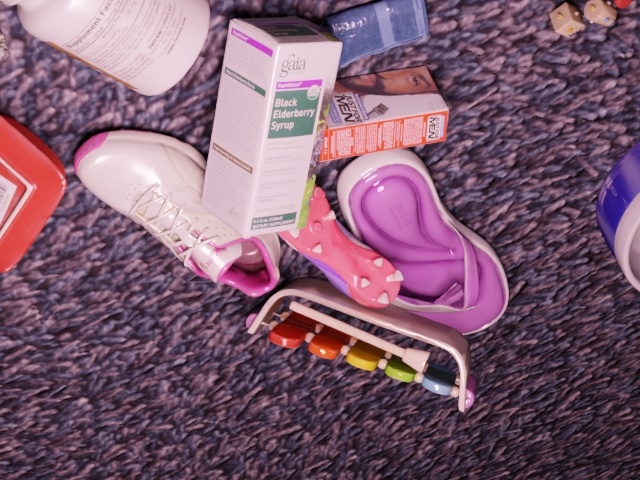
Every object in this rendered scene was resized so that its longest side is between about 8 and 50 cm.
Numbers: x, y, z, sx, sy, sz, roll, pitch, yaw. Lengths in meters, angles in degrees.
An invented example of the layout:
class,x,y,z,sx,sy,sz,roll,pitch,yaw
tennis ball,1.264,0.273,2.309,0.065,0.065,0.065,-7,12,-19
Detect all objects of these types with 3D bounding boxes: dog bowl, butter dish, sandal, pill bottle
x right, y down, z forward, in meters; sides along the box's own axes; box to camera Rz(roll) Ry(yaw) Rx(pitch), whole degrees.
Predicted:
class,x,y,z,sx,sy,sz,roll,pitch,yaw
dog bowl,0.526,-0.045,1.901,0.264,0.104,0.265,-10,135,-10
butter dish,-0.357,-0.073,1.546,0.160,0.118,0.160,42,116,5
sandal,0.140,0.035,1.836,0.169,0.102,0.416,-32,135,11
pill bottle,-0.238,-0.253,1.396,0.229,0.131,0.131,27,119,-37

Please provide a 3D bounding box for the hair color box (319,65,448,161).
class,x,y,z,sx,sy,sz,roll,pitch,yaw
hair color box,0.060,-0.153,1.631,0.167,0.093,0.053,-10,135,-12

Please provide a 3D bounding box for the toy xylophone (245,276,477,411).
class,x,y,z,sx,sy,sz,roll,pitch,yaw
toy xylophone,0.056,0.130,1.768,0.236,0.322,0.081,-12,121,-72

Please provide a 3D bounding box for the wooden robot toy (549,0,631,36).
class,x,y,z,sx,sy,sz,roll,pitch,yaw
wooden robot toy,0.362,-0.301,1.622,0.079,0.076,0.173,14,127,-44

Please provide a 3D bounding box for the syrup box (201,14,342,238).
class,x,y,z,sx,sy,sz,roll,pitch,yaw
syrup box,-0.058,-0.132,1.552,0.093,0.096,0.237,-10,123,-39

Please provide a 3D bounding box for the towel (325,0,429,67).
class,x,y,z,sx,sy,sz,roll,pitch,yaw
towel,0.067,-0.250,1.586,0.119,0.029,0.067,-18,135,-3

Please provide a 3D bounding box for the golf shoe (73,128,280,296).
class,x,y,z,sx,sy,sz,roll,pitch,yaw
golf shoe,-0.159,-0.031,1.636,0.306,0.140,0.115,26,121,-36

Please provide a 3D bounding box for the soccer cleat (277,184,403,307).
class,x,y,z,sx,sy,sz,roll,pitch,yaw
soccer cleat,0.000,0.000,1.729,0.248,0.095,0.083,41,69,-18

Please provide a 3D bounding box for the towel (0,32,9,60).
class,x,y,z,sx,sy,sz,roll,pitch,yaw
towel,-0.513,-0.264,1.352,0.312,0.056,0.324,-17,138,0
